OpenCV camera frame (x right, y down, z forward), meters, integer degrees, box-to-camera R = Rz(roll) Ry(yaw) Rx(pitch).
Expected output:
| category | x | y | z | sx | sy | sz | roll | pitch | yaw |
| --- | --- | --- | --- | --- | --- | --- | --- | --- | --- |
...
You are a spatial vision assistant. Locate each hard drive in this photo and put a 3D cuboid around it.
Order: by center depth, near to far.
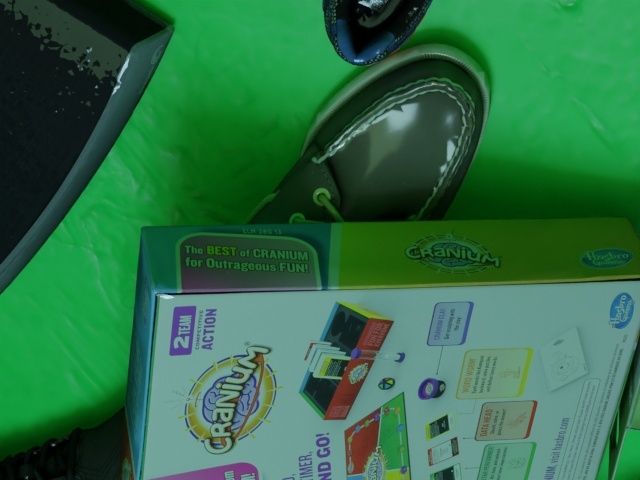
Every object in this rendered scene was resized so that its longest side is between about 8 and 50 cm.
| category | x | y | z | sx | sy | sz | roll | pitch | yaw |
| --- | --- | --- | --- | --- | --- | --- | --- | --- | --- |
| hard drive | -0.227 | -0.078 | 1.301 | 0.172 | 0.054 | 0.254 | 33 | 116 | -10 |

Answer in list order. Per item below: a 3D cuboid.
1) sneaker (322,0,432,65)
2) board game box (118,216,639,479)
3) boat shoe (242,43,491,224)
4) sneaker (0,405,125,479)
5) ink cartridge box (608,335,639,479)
| category | x | y | z | sx | sy | sz | roll | pitch | yaw |
| --- | --- | --- | --- | --- | --- | --- | --- | --- | --- |
| sneaker | 0.059 | -0.196 | 1.185 | 0.083 | 0.087 | 0.221 | 17 | 118 | -2 |
| board game box | 0.035 | 0.098 | 1.276 | 0.317 | 0.064 | 0.242 | -1 | 129 | -13 |
| boat shoe | 0.004 | 0.003 | 1.291 | 0.109 | 0.091 | 0.305 | 36 | 116 | -11 |
| sneaker | -0.194 | 0.193 | 1.405 | 0.106 | 0.101 | 0.267 | 33 | 116 | -16 |
| ink cartridge box | 0.237 | 0.059 | 1.281 | 0.062 | 0.109 | 0.209 | 11 | 118 | 3 |
